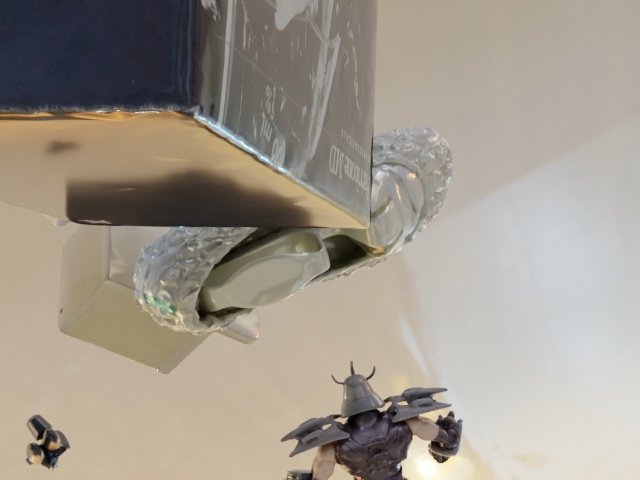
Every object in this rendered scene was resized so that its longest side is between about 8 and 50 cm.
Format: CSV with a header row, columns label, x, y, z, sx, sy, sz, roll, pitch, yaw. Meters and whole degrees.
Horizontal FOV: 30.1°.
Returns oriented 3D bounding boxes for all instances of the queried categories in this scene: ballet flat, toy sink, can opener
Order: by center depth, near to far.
label,x,y,z,sx,sy,sz,roll,pitch,yaw
ballet flat,0.000,0.000,1.277,0.409,0.147,0.147,-26,-47,-20
toy sink,-0.215,0.073,1.568,0.234,0.153,0.131,25,-52,-31
can opener,-0.368,0.272,1.568,0.073,0.186,0.059,40,-102,-5

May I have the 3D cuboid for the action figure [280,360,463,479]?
label,x,y,z,sx,sy,sz,roll,pitch,yaw
action figure,0.061,0.248,1.150,0.185,0.099,0.285,-14,-77,4

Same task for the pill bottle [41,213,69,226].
label,x,y,z,sx,sy,sz,roll,pitch,yaw
pill bottle,-0.356,-0.130,1.340,0.245,0.136,0.136,40,-72,4

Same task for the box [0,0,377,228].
label,x,y,z,sx,sy,sz,roll,pitch,yaw
box,-0.137,-0.267,0.859,0.297,0.472,0.480,2,-5,14
